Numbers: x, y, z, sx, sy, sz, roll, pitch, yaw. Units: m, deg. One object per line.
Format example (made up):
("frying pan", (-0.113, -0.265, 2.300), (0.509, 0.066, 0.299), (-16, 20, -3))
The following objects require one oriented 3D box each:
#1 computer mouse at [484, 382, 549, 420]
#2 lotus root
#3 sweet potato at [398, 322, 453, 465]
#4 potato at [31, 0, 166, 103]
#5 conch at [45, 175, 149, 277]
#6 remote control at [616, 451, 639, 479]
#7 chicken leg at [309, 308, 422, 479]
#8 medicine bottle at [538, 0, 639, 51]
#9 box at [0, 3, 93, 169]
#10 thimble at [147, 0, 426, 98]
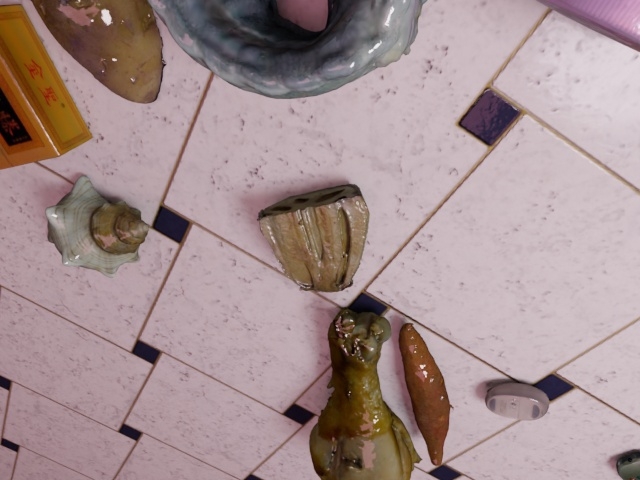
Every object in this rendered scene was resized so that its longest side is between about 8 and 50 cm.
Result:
("computer mouse", (0.321, 0.260, 0.684), (0.096, 0.039, 0.066), (2, 123, 21))
("lotus root", (-0.001, -0.002, 0.566), (0.142, 0.070, 0.144), (-5, 118, 8))
("sweet potato", (0.182, 0.252, 0.696), (0.072, 0.066, 0.315), (-10, 118, 10))
("potato", (-0.237, -0.235, 0.452), (0.100, 0.089, 0.172), (-26, 113, 23))
("conch", (-0.344, -0.020, 0.609), (0.233, 0.114, 0.138), (12, 111, 12))
("remote control", (0.618, 0.443, 0.736), (0.222, 0.042, 0.072), (37, 123, -11))
("chicken leg", (0.073, 0.288, 0.706), (0.201, 0.153, 0.430), (-2, 114, 9))
("medicine bottle", (0.281, -0.268, 0.276), (0.152, 0.152, 0.254), (24, 125, -3))
("box", (-0.471, -0.181, 0.549), (0.273, 0.076, 0.174), (-7, 122, 16))
("thimble", (-0.025, -0.235, 0.355), (0.250, 0.172, 0.205), (31, 122, -6))
